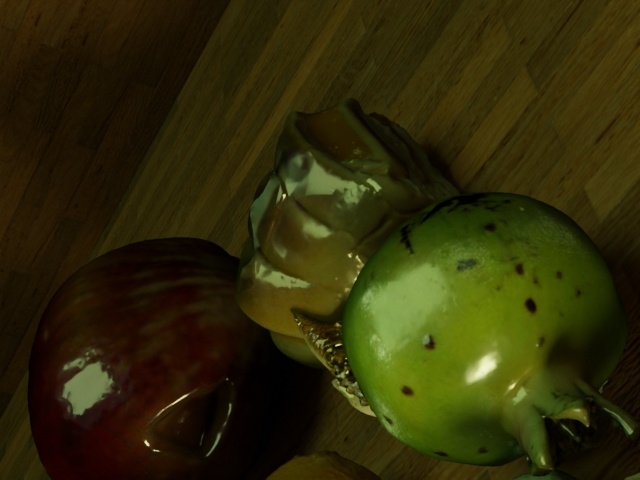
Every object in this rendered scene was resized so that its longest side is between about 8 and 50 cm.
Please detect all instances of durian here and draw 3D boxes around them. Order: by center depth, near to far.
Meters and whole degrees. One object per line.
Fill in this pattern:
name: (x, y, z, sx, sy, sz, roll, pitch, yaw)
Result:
durian: (0.042, 0.137, 1.275, 0.224, 0.078, 0.140, 24, 111, 27)

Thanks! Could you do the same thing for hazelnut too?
hazelnut: (-0.230, 0.211, 1.636, 0.402, 0.402, 0.429, -59, 19, 24)

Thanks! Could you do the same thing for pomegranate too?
pomegranate: (0.159, 0.091, 0.991, 0.260, 0.260, 0.340, -64, 28, 13)

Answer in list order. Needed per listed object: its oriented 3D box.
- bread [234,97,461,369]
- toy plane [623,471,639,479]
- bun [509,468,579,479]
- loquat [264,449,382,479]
bread: (0.000, 0.000, 1.438, 0.341, 0.210, 0.300, -65, 30, 28)
toy plane: (0.219, 0.239, 0.769, 0.242, 0.256, 0.104, -98, -8, -73)
bun: (0.171, 0.302, 0.930, 0.212, 0.126, 0.204, -47, 6, 31)
loquat: (0.002, 0.349, 1.204, 0.187, 0.176, 0.234, -1, 75, 22)
